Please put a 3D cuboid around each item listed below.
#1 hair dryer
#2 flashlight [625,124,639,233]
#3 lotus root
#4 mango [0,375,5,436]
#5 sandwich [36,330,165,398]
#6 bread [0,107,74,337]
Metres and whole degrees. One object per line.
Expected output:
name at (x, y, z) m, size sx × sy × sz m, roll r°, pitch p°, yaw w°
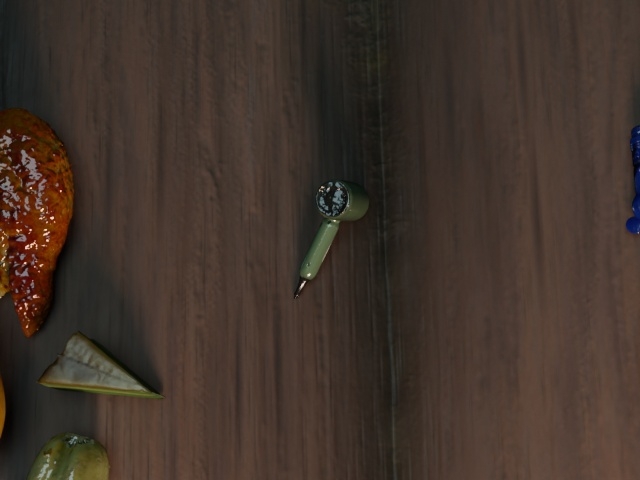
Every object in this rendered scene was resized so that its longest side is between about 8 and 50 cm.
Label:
hair dryer at (0.000, 0.000, 1.373) m, size 0.047 × 0.071 × 0.150 m, roll 31°, pitch 100°, yaw 18°
flashlight at (0.360, -0.067, 1.332) m, size 0.057 × 0.035 × 0.121 m, roll -14°, pitch 68°, yaw 33°
lotus root at (-0.291, 0.305, 1.340) m, size 0.090 × 0.077 × 0.183 m, roll 7°, pitch 75°, yaw 20°
mango at (-0.450, 0.138, 1.377) m, size 0.187 × 0.138 × 0.257 m, roll -25°, pitch 87°, yaw 16°
sandwich at (-0.248, 0.169, 1.368) m, size 0.116 × 0.074 × 0.074 m, roll 36°, pitch 83°, yaw 16°
bread at (-0.366, -0.025, 1.428) m, size 0.139 × 0.095 × 0.269 m, roll 5°, pitch 82°, yaw 20°
